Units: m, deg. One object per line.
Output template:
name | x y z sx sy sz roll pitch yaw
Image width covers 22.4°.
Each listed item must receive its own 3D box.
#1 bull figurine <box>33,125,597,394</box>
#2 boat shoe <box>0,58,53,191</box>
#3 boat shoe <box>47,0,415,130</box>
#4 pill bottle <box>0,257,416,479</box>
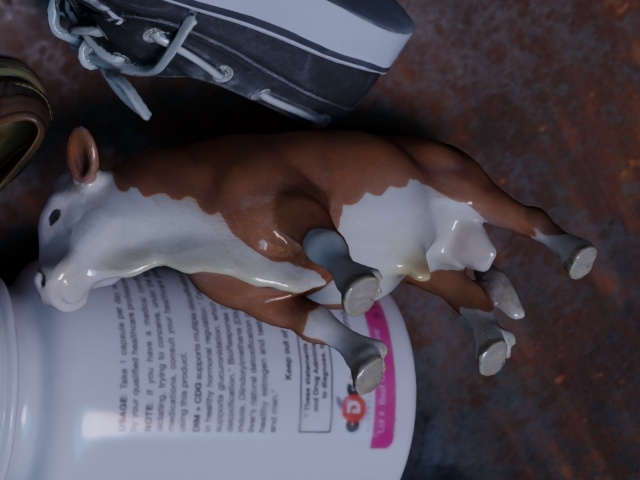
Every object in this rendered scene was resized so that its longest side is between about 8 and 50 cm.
bull figurine | 0.000 0.000 0.884 0.310 0.188 0.101 -11 128 -41
boat shoe | -0.221 -0.027 0.895 0.178 0.060 0.064 -41 125 5
boat shoe | -0.089 -0.129 0.861 0.306 0.113 0.105 13 120 -44
pill bottle | -0.101 0.090 0.949 0.283 0.160 0.160 4 117 -24
